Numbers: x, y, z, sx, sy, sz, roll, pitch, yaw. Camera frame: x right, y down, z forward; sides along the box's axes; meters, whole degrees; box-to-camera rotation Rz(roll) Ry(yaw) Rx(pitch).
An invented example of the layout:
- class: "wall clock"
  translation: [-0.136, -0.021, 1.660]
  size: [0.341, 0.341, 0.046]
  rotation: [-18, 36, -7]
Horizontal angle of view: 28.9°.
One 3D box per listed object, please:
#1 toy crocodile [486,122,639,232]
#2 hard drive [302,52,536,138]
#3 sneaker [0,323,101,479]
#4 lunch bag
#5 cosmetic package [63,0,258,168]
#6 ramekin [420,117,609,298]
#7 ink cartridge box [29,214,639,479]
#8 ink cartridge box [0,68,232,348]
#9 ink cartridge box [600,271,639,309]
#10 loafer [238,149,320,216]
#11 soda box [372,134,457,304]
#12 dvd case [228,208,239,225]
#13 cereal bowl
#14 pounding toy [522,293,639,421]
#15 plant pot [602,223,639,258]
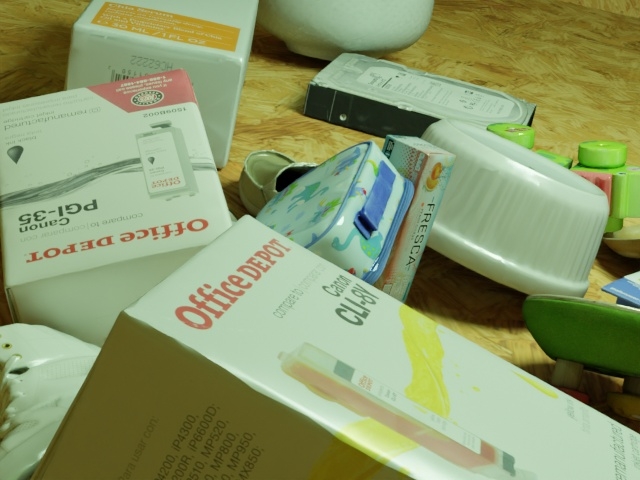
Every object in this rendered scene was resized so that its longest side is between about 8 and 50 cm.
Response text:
- class: "toy crocodile"
  translation: [0.308, -0.080, 1.658]
  size: [0.340, 0.115, 0.105]
  rotation: [13, 20, 23]
- class: "hard drive"
  translation: [0.164, -0.212, 1.980]
  size: [0.338, 0.064, 0.237]
  rotation: [16, 23, 11]
- class: "sneaker"
  translation: [-0.225, 0.147, 0.941]
  size: [0.169, 0.108, 0.292]
  rotation: [17, 14, 15]
- class: "lunch bag"
  translation: [0.000, 0.000, 1.243]
  size: [0.090, 0.176, 0.219]
  rotation: [48, 31, -16]
- class: "cosmetic package"
  translation: [-0.218, -0.271, 1.800]
  size: [0.230, 0.162, 0.453]
  rotation: [10, 23, -5]
- class: "ramekin"
  translation: [0.213, -0.043, 1.463]
  size: [0.272, 0.127, 0.273]
  rotation: [24, 12, -6]
- class: "ink cartridge box"
  translation: [0.045, 0.161, 0.810]
  size: [0.384, 0.160, 0.279]
  rotation: [29, 17, 5]
- class: "ink cartridge box"
  translation: [-0.194, -0.026, 1.180]
  size: [0.207, 0.117, 0.283]
  rotation: [-12, 42, -8]
- class: "ink cartridge box"
  translation: [0.480, 0.085, 1.468]
  size: [0.185, 0.065, 0.311]
  rotation: [29, 26, 37]
- class: "loafer"
  translation: [-0.026, -0.056, 1.495]
  size: [0.102, 0.092, 0.268]
  rotation: [2, 26, -23]
- class: "soda box"
  translation: [0.081, -0.019, 1.349]
  size: [0.063, 0.183, 0.058]
  rotation: [30, 18, 34]
- class: "dvd case"
  translation: [-0.185, 0.009, 1.358]
  size: [0.253, 0.022, 0.180]
  rotation: [-1, 27, -27]
- class: "cereal bowl"
  translation: [0.028, -0.395, 2.197]
  size: [0.338, 0.141, 0.339]
  rotation: [9, 14, -2]
- class: "pounding toy"
  translation: [0.290, 0.132, 1.254]
  size: [0.183, 0.110, 0.237]
  rotation: [10, -8, 23]
- class: "plant pot"
  translation: [0.483, -0.007, 1.608]
  size: [0.236, 0.032, 0.236]
  rotation: [-9, 5, 1]
